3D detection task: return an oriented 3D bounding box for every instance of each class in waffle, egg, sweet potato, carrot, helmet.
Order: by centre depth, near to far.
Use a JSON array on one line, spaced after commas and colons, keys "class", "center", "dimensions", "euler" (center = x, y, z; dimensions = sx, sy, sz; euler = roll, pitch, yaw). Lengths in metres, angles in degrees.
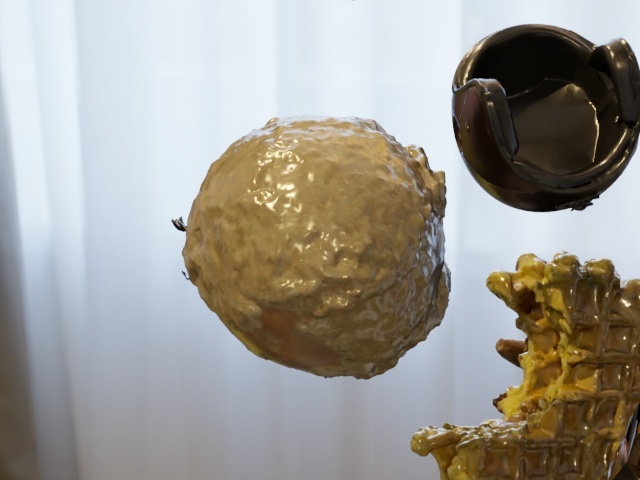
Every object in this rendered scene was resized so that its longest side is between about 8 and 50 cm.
[{"class": "carrot", "center": [0.243, 0.156, 1.093], "dimensions": [0.069, 0.228, 0.069], "euler": [1, 62, -1]}, {"class": "egg", "center": [0.000, 0.000, 1.511], "dimensions": [0.279, 0.279, 0.310], "euler": [-3, 28, -4]}, {"class": "helmet", "center": [0.232, -0.128, 1.595], "dimensions": [0.189, 0.193, 0.216], "euler": [-18, 58, -9]}, {"class": "waffle", "center": [0.273, 0.181, 1.783], "dimensions": [0.261, 0.324, 0.151], "euler": [29, -6, -20]}, {"class": "sweet potato", "center": [0.341, 0.144, 2.072], "dimensions": [0.255, 0.058, 0.078], "euler": [-8, 18, -42]}]
